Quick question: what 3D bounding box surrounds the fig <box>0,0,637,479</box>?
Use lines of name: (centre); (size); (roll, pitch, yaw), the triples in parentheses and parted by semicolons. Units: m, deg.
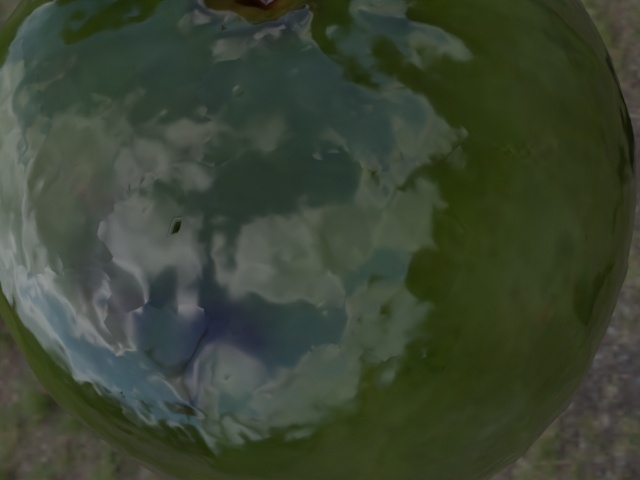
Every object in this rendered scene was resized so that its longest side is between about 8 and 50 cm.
fig: (0.000, 0.000, 0.716); (0.316, 0.316, 0.316); (-7, 81, 50)
